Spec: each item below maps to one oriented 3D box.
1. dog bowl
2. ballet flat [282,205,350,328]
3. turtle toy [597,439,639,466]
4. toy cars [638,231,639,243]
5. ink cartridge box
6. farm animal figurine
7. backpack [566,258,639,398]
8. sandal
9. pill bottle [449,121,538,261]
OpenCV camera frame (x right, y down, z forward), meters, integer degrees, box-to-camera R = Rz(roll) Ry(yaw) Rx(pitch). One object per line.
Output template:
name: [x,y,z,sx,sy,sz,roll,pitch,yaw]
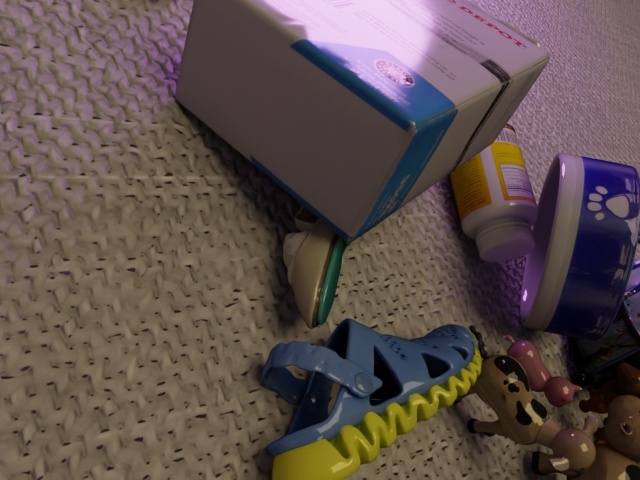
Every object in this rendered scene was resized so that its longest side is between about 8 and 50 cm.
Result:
dog bowl: [0.375,0.010,0.885,0.104,0.264,0.264,12,48,14]
ballet flat: [0.000,0.000,0.706,0.086,0.086,0.248,42,43,-15]
turtle toy: [0.488,0.314,0.931,0.095,0.130,0.066,41,7,-23]
toy cars: [0.639,-0.030,1.129,0.177,0.087,0.394,33,12,17]
ink cartridge box: [0.070,-0.207,0.751,0.285,0.166,0.395,40,42,16]
farm animal figurine: [0.340,0.274,0.751,0.331,0.172,0.326,10,67,-25]
backpack: [0.575,0.150,0.979,0.277,0.263,0.213,20,49,-31]
sandal: [0.058,0.142,0.647,0.317,0.126,0.138,-15,74,-46]
pill bottle: [0.271,-0.079,0.949,0.117,0.117,0.214,12,60,-36]
